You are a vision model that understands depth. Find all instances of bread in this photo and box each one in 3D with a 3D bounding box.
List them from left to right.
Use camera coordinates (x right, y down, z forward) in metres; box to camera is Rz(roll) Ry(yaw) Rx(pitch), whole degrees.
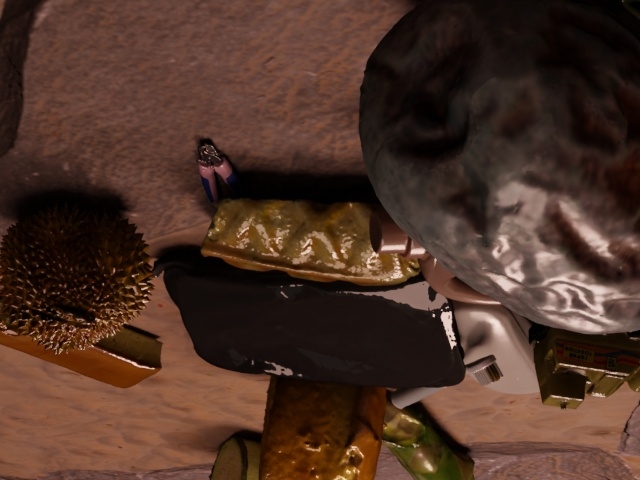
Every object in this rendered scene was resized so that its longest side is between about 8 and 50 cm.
[{"bbox_3d":[-0.298,0.112,1.846,0.226,0.049,0.088,25,146,-34],"label":"bread"},{"bbox_3d":[-0.001,0.243,1.846,0.146,0.268,0.268,9,153,0],"label":"bread"},{"bbox_3d":[0.000,0.000,1.540,0.232,0.088,0.128,2,162,4],"label":"bread"}]

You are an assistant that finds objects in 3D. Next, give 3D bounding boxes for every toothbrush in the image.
[{"bbox_3d":[0.140,0.165,1.823,0.025,0.030,0.342,-28,178,-18],"label":"toothbrush"}]

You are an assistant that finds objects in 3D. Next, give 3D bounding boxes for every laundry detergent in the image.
[{"bbox_3d":[0.158,0.009,1.478,0.237,0.076,0.171,-5,146,-13],"label":"laundry detergent"}]

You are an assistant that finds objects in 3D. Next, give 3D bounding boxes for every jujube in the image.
[{"bbox_3d":[0.185,-0.062,1.213,0.308,0.246,0.215,21,129,-42],"label":"jujube"}]

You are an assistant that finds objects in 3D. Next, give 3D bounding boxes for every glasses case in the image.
[{"bbox_3d":[0.193,0.114,1.761,0.092,0.059,0.233,-3,151,25],"label":"glasses case"}]

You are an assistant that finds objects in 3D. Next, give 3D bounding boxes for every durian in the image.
[{"bbox_3d":[-0.243,0.036,1.581,0.158,0.168,0.137,-17,133,3],"label":"durian"}]

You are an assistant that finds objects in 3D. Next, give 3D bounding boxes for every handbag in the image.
[{"bbox_3d":[-0.011,0.082,1.691,0.332,0.075,0.191,4,143,18],"label":"handbag"}]

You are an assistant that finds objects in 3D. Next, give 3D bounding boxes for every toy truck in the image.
[{"bbox_3d":[0.358,0.122,1.687,0.257,0.127,0.127,5,152,-10],"label":"toy truck"}]

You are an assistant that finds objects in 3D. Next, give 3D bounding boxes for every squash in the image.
[{"bbox_3d":[-0.025,0.359,2.212,0.247,0.132,0.132,15,151,-25],"label":"squash"}]

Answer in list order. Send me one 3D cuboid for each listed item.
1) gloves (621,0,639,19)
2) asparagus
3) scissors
[{"bbox_3d":[0.286,-0.177,1.129,0.135,0.107,0.268,-16,131,19],"label":"gloves"},{"bbox_3d":[0.137,0.284,2.091,0.085,0.082,0.343,8,155,23],"label":"asparagus"},{"bbox_3d":[-0.098,-0.063,1.510,0.039,0.012,0.113,-2,152,11],"label":"scissors"}]
